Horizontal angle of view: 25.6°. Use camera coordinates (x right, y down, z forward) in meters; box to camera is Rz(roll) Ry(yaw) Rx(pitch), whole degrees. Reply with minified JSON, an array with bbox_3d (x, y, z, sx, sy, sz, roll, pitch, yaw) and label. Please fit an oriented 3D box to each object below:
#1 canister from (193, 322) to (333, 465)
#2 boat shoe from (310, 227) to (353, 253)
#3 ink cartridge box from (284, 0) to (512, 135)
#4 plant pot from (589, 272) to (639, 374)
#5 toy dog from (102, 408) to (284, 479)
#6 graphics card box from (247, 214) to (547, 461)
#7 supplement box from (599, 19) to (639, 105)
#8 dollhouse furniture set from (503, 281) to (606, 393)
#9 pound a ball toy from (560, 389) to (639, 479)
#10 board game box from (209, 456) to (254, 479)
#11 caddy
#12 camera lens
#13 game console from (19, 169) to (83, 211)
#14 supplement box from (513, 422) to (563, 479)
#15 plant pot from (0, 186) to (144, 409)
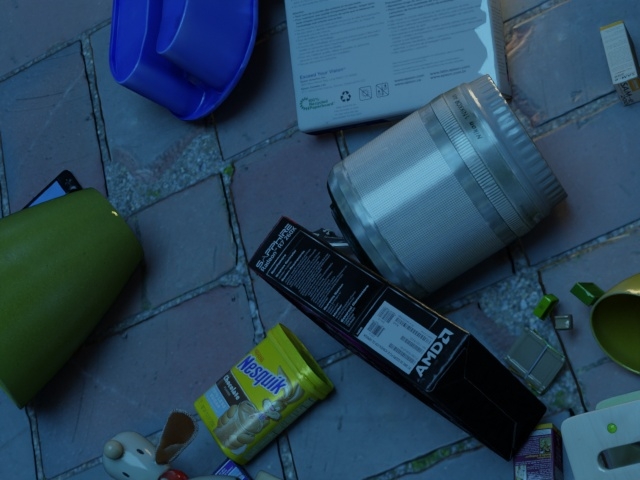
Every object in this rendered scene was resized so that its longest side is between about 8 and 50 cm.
[{"bbox_3d":[-0.082,0.217,1.974,0.170,0.073,0.126,-42,53,5],"label":"canister"},{"bbox_3d":[0.000,0.000,2.060,0.125,0.046,0.038,-4,68,36],"label":"boat shoe"},{"bbox_3d":[0.105,-0.344,2.095,0.324,0.071,0.330,-8,84,25],"label":"ink cartridge box"},{"bbox_3d":[0.416,0.090,1.751,0.134,0.134,0.095,14,44,33],"label":"plant pot"},{"bbox_3d":[-0.182,0.338,1.864,0.334,0.161,0.220,-1,64,27],"label":"toy dog"},{"bbox_3d":[0.094,0.121,1.804,0.371,0.233,0.094,31,81,43],"label":"graphics card box"},{"bbox_3d":[0.418,-0.245,1.948,0.036,0.062,0.098,-18,58,19],"label":"supplement box"},{"bbox_3d":[0.312,0.122,1.842,0.076,0.059,0.151,41,108,29],"label":"dollhouse furniture set"},{"bbox_3d":[0.474,0.218,1.642,0.319,0.208,0.135,-19,85,32],"label":"pound a ball toy"},{"bbox_3d":[-0.153,0.414,1.933,0.201,0.035,0.136,-45,54,0],"label":"board game box"},{"bbox_3d":[-0.204,-0.361,2.276,0.241,0.179,0.341,-26,53,42],"label":"caddy"},{"bbox_3d":[0.163,-0.067,1.896,0.274,0.219,0.219,-33,55,10],"label":"camera lens"},{"bbox_3d":[-0.454,-0.060,2.316,0.122,0.071,0.107,-42,54,3],"label":"game console"},{"bbox_3d":[0.273,0.277,1.770,0.055,0.043,0.083,-9,61,24],"label":"supplement box"},{"bbox_3d":[-0.425,0.059,2.149,0.293,0.274,0.275,-39,52,-15],"label":"plant pot"}]
